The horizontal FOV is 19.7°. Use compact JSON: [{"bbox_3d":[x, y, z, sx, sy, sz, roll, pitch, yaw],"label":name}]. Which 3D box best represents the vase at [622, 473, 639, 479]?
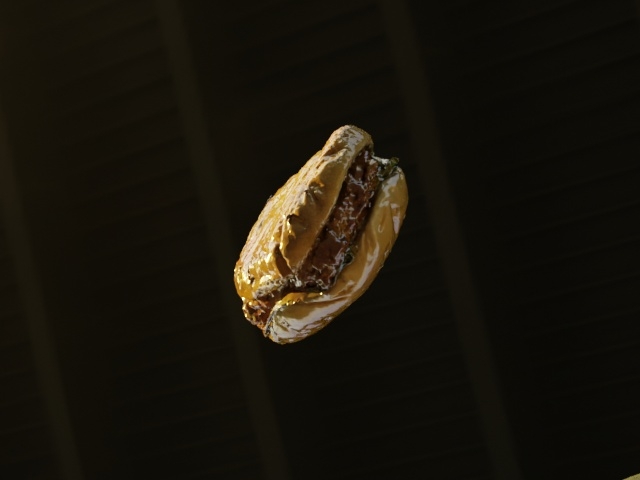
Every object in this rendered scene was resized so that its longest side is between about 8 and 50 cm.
[{"bbox_3d":[0.236,0.249,1.032,0.128,0.128,0.248,-14,-90,31],"label":"vase"}]

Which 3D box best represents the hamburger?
[{"bbox_3d":[0.000,0.000,0.684,0.044,0.076,0.083,35,-26,-11],"label":"hamburger"}]
